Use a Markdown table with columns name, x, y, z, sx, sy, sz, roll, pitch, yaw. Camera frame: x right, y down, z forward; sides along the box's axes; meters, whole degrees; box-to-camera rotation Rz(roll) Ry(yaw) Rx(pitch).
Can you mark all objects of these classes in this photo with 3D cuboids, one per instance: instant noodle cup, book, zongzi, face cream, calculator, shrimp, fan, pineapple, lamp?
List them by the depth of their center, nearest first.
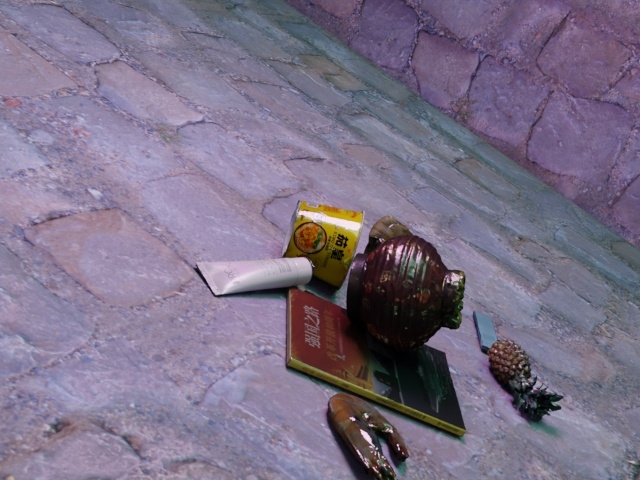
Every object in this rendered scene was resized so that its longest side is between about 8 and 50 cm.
| name | x | y | z | sx | sy | sz | roll | pitch | yaw |
| --- | --- | --- | --- | --- | --- | --- | --- | --- | --- |
| shrimp | 0.095 | 0.336 | 1.508 | 0.143 | 0.052 | 0.251 | 21 | 24 | -28 |
| book | 0.103 | 0.232 | 1.765 | 0.374 | 0.028 | 0.262 | 25 | 24 | -14 |
| lamp | 0.171 | 0.105 | 1.782 | 0.247 | 0.247 | 0.247 | 25 | 23 | -12 |
| face cream | -0.125 | 0.067 | 1.797 | 0.243 | 0.058 | 0.092 | -4 | 41 | -38 |
| fan | -0.053 | 0.090 | 1.893 | 0.175 | 0.005 | 0.113 | 29 | 23 | -3 |
| instant noodle cup | 0.000 | 0.000 | 1.945 | 0.144 | 0.182 | 0.182 | 18 | 24 | -4 |
| pineapple | 0.434 | 0.293 | 1.959 | 0.103 | 0.083 | 0.221 | 15 | 30 | -31 |
| zongzi | 0.210 | 0.062 | 2.076 | 0.256 | 0.115 | 0.228 | 44 | -7 | 9 |
| calculator | 0.394 | 0.221 | 2.143 | 0.057 | 0.018 | 0.172 | 27 | 23 | -10 |
